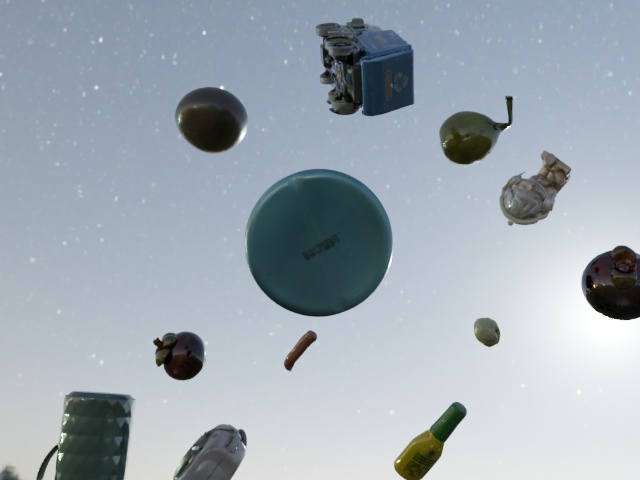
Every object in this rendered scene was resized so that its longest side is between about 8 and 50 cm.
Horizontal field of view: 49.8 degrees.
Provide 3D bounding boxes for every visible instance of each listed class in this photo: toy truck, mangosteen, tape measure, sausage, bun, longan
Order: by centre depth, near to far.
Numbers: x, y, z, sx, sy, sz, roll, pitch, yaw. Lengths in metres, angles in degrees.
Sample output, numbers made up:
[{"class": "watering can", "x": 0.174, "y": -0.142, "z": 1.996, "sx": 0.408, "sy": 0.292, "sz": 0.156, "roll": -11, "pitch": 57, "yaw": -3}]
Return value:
[{"class": "mangosteen", "x": 0.588, "y": 0.079, "z": 1.349, "sx": 0.152, "sy": 0.153, "sz": 0.152, "roll": 5, "pitch": -23, "yaw": 2}, {"class": "toy truck", "x": 0.089, "y": -0.379, "z": 1.504, "sx": 0.175, "sy": 0.367, "sz": 0.146, "roll": -7, "pitch": -60, "yaw": -6}, {"class": "tape measure", "x": -0.248, "y": 0.502, "z": 1.520, "sx": 0.120, "sy": 0.236, "sz": 0.197, "roll": 38, "pitch": -8, "yaw": -4}, {"class": "longan", "x": -0.298, "y": -0.330, "z": 1.917, "sx": 0.198, "sy": 0.198, "sz": 0.212, "roll": 2, "pitch": -19, "yaw": 8}, {"class": "sausage", "x": -0.064, "y": 0.328, "z": 2.055, "sx": 0.036, "sy": 0.042, "sz": 0.158, "roll": 2, "pitch": -51, "yaw": -52}, {"class": "mangosteen", "x": -0.497, "y": 0.397, "z": 2.416, "sx": 0.199, "sy": 0.200, "sz": 0.200, "roll": 5, "pitch": -23, "yaw": 2}, {"class": "bun", "x": 0.607, "y": 0.326, "z": 2.491, "sx": 0.115, "sy": 0.115, "sz": 0.069, "roll": 24, "pitch": -37, "yaw": -37}]

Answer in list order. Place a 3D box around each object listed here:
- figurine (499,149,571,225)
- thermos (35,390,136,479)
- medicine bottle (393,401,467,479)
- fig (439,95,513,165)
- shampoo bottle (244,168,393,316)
[{"class": "figurine", "x": 0.636, "y": -0.144, "z": 2.064, "sx": 0.237, "sy": 0.162, "sz": 0.141, "roll": -46, "pitch": -26, "yaw": 9}, {"class": "thermos", "x": -0.480, "y": 0.453, "z": 1.403, "sx": 0.182, "sy": 0.287, "sz": 0.145, "roll": 4, "pitch": -12, "yaw": 5}, {"class": "medicine bottle", "x": 0.293, "y": 0.526, "z": 1.806, "sx": 0.095, "sy": 0.064, "sz": 0.261, "roll": 28, "pitch": -67, "yaw": -13}, {"class": "fig", "x": 0.392, "y": -0.266, "z": 1.744, "sx": 0.186, "sy": 0.148, "sz": 0.142, "roll": -9, "pitch": -9, "yaw": 2}, {"class": "shampoo bottle", "x": 0.000, "y": 0.000, "z": 1.631, "sx": 0.331, "sy": 0.331, "sz": 0.343, "roll": 6, "pitch": 3, "yaw": 1}]
